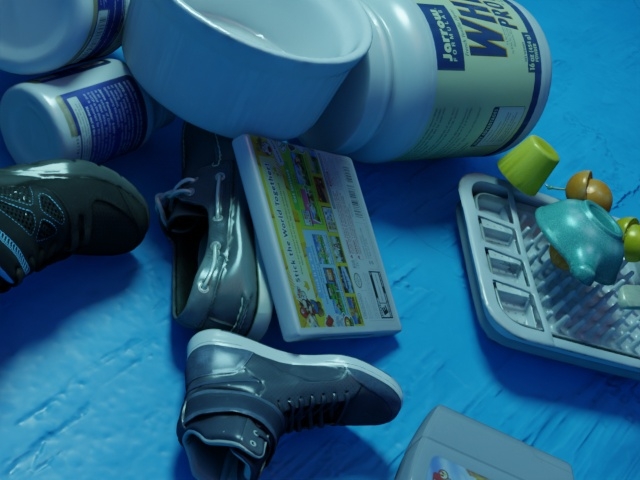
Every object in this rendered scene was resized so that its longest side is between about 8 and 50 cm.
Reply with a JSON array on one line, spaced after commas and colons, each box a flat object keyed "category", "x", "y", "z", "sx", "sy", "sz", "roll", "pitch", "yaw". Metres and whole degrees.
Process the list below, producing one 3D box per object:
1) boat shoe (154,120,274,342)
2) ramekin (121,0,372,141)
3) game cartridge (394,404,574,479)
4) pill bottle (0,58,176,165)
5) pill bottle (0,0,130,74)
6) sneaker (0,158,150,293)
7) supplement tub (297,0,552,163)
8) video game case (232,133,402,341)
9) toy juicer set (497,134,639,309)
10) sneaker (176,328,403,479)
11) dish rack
[{"category": "boat shoe", "x": -0.128, "y": -0.034, "z": 1.026, "sx": 0.099, "sy": 0.116, "sz": 0.319, "roll": 9, "pitch": 51, "yaw": -30}, {"category": "ramekin", "x": -0.091, "y": -0.237, "z": 1.065, "sx": 0.277, "sy": 0.135, "sz": 0.277, "roll": 18, "pitch": 39, "yaw": -15}, {"category": "game cartridge", "x": 0.158, "y": 0.309, "z": 0.921, "sx": 0.198, "sy": 0.062, "sz": 0.297, "roll": 28, "pitch": 41, "yaw": -11}, {"category": "pill bottle", "x": -0.255, "y": -0.145, "z": 1.055, "sx": 0.112, "sy": 0.112, "sz": 0.186, "roll": 45, "pitch": 43, "yaw": 14}, {"category": "pill bottle", "x": -0.297, "y": -0.279, "z": 1.075, "sx": 0.153, "sy": 0.153, "sz": 0.265, "roll": 30, "pitch": 16, "yaw": -3}, {"category": "sneaker", "x": -0.294, "y": -0.003, "z": 0.862, "sx": 0.341, "sy": 0.125, "sz": 0.140, "roll": 7, "pitch": 55, "yaw": -52}, {"category": "supplement tub", "x": 0.129, "y": -0.226, "z": 1.276, "sx": 0.325, "sy": 0.235, "sz": 0.235, "roll": -7, "pitch": 55, "yaw": -36}, {"category": "video game case", "x": 0.000, "y": 0.000, "z": 1.039, "sx": 0.206, "sy": 0.026, "sz": 0.227, "roll": 6, "pitch": 65, "yaw": -55}, {"category": "toy juicer set", "x": 0.361, "y": 0.013, "z": 1.208, "sx": 0.209, "sy": 0.089, "sz": 0.329, "roll": 22, "pitch": 32, "yaw": -33}, {"category": "sneaker", "x": -0.027, "y": 0.180, "z": 0.891, "sx": 0.226, "sy": 0.086, "sz": 0.163, "roll": 12, "pitch": 33, "yaw": -8}, {"category": "dish rack", "x": 0.327, "y": 0.061, "z": 1.248, "sx": 0.332, "sy": 0.072, "sz": 0.285, "roll": 15, "pitch": 43, "yaw": -19}]
